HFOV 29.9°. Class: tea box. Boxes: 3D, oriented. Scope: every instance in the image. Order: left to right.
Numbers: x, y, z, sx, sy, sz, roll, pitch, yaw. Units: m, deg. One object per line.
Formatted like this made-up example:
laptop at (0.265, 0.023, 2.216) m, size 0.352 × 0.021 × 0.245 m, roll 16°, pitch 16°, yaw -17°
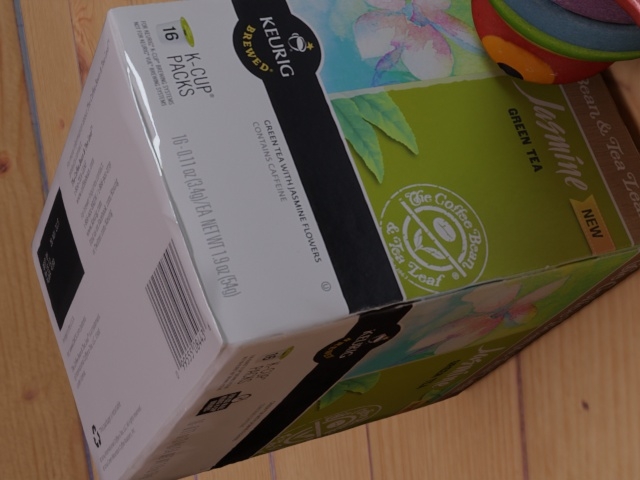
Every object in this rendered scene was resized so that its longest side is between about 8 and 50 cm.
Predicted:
tea box at (0.000, 0.000, 0.840) m, size 0.220 × 0.324 × 0.329 m, roll 68°, pitch 153°, yaw 17°

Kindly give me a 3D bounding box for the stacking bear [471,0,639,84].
stacking bear at (0.145, -0.158, 0.628) m, size 0.164 × 0.175 × 0.289 m, roll -62°, pitch -3°, yaw -2°
